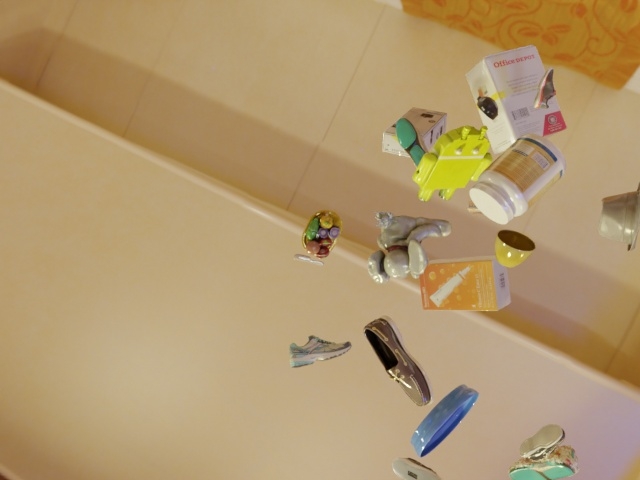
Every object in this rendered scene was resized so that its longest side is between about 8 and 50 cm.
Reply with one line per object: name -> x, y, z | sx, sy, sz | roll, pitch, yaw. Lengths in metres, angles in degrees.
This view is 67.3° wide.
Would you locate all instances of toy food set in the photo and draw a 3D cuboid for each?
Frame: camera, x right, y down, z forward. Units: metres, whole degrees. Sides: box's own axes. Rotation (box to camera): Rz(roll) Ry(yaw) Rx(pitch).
toy food set -> 0.000, 0.000, 1.711 | 0.128, 0.218, 0.071 | 21, -166, -12

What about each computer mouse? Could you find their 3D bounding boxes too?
computer mouse -> 0.498, -0.404, 1.423 | 0.071, 0.041, 0.242 | 42, -153, -3

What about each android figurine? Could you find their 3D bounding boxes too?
android figurine -> 0.390, -0.224, 1.405 | 0.248, 0.273, 0.056 | -4, -129, -26

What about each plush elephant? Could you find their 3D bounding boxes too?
plush elephant -> 0.323, 0.040, 1.844 | 0.272, 0.255, 0.330 | -8, 165, 43

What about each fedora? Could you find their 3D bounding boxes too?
fedora -> 1.065, -0.086, 1.715 | 0.124, 0.243, 0.275 | 7, 176, 33

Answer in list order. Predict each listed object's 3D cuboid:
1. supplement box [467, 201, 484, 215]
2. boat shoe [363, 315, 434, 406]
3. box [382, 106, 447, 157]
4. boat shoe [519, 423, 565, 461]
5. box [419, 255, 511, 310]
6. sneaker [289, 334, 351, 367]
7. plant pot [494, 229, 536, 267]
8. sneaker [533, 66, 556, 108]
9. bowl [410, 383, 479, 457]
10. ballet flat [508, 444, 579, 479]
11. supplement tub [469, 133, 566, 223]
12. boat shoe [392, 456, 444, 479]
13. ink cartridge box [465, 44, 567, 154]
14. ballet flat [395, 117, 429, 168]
supplement box -> 0.679, -0.136, 2.078 | 0.062, 0.036, 0.098 | 2, 166, 32
boat shoe -> 0.255, 0.410, 1.599 | 0.097, 0.116, 0.324 | -18, -108, -36
box -> 0.393, -0.447, 1.983 | 0.169, 0.087, 0.290 | 20, -137, 27
boat shoe -> 0.460, 0.417, 0.984 | 0.038, 0.125, 0.046 | 26, -142, -2
box -> 0.628, 0.188, 2.119 | 0.345, 0.215, 0.168 | -7, -179, 40
sneaker -> -0.003, 0.471, 2.120 | 0.283, 0.122, 0.110 | -12, 165, -10
plant pot -> 0.667, 0.037, 1.681 | 0.134, 0.095, 0.134 | 8, -148, -5
sneaker -> 0.862, -0.573, 1.823 | 0.065, 0.158, 0.061 | 17, -173, 8
bowl -> 0.557, 0.807, 2.172 | 0.077, 0.391, 0.391 | 42, -169, 32
ballet flat -> 0.635, 0.635, 1.364 | 0.091, 0.077, 0.241 | 38, 142, -1
supplement tub -> 0.487, -0.151, 1.198 | 0.144, 0.200, 0.144 | 47, 176, 4
boat shoe -> 0.339, 0.766, 1.554 | 0.076, 0.080, 0.228 | 7, 177, -39
ink cartridge box -> 0.829, -0.596, 2.049 | 0.279, 0.384, 0.160 | -18, 178, -18
ballet flat -> 0.350, -0.341, 1.761 | 0.086, 0.086, 0.248 | 23, -138, -55
